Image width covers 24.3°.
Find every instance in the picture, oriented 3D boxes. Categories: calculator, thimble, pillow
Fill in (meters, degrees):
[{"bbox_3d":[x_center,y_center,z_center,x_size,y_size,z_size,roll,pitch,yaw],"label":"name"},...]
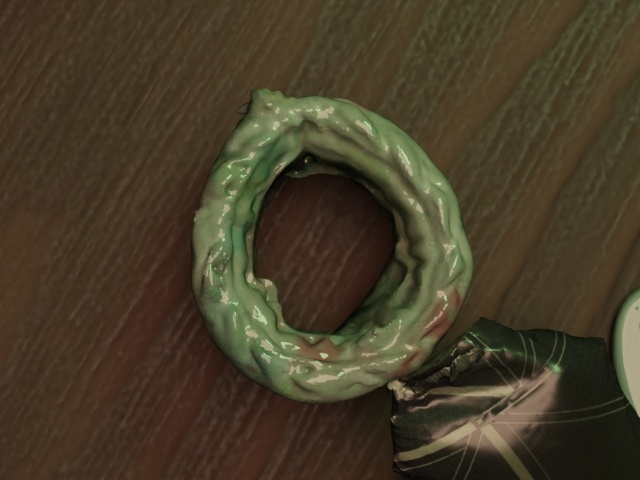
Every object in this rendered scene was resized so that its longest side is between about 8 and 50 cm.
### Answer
[{"bbox_3d":[0.261,0.105,1.073,0.095,0.021,0.153,-12,84,-4],"label":"calculator"},{"bbox_3d":[0.000,0.000,0.999,0.185,0.149,0.211,-20,89,-3],"label":"thimble"},{"bbox_3d":[0.162,0.184,0.989,0.161,0.092,0.335,-36,116,-13],"label":"pillow"}]
